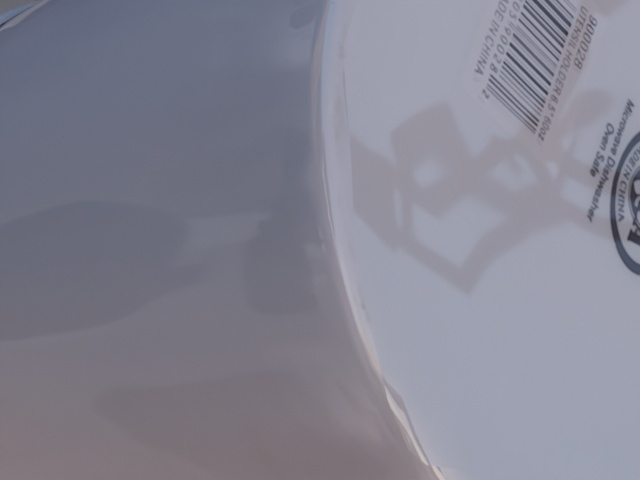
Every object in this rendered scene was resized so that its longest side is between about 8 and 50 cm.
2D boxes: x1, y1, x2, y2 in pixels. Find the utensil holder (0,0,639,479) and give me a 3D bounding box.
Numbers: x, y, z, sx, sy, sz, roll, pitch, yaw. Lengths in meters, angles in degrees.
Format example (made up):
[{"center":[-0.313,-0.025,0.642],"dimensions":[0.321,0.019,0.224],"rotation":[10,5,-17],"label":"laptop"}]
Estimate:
[{"center":[0.000,0.000,0.583],"dimensions":[0.328,0.385,0.327],"rotation":[6,80,-39],"label":"utensil holder"}]
